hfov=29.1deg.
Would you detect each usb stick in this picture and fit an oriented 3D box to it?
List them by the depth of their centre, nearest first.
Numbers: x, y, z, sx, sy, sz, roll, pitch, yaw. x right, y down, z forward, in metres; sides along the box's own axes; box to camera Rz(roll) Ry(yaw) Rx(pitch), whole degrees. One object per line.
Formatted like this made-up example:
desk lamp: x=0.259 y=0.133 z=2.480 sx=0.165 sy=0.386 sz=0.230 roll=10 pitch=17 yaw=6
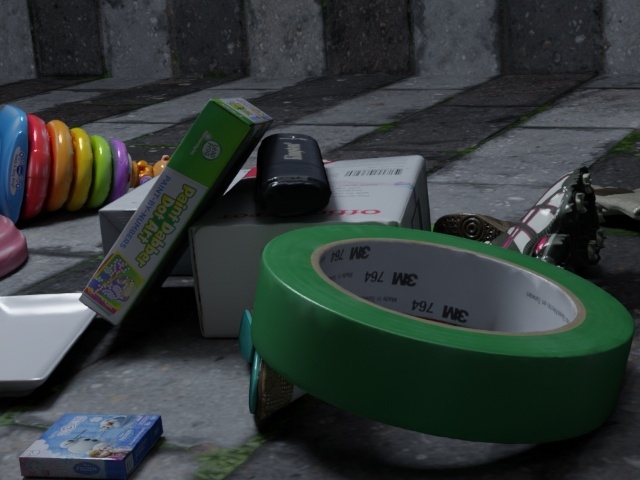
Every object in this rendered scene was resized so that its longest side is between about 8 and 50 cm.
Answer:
usb stick: x=-0.032 y=-0.076 z=1.342 sx=0.077 sy=0.045 sz=0.278 roll=-7 pitch=15 yaw=-1

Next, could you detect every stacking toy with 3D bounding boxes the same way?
stacking toy: x=-0.358 y=-0.107 z=1.925 sx=0.302 sy=0.175 sz=0.166 roll=4 pitch=10 yaw=-26

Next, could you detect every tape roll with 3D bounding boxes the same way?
tape roll: x=0.103 y=0.070 z=1.062 sx=0.321 sy=0.077 sz=0.321 roll=10 pitch=16 yaw=-3

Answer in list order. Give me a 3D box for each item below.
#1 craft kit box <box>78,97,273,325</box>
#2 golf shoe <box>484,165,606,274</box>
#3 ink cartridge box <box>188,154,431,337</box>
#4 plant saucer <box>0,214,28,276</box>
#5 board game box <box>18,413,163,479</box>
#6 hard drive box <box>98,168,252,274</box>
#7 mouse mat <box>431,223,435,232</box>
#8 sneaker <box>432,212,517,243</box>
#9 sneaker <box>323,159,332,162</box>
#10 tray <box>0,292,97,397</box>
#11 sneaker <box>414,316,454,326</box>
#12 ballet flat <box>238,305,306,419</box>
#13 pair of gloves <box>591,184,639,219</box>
craft kit box: x=-0.151 y=-0.041 z=1.348 sx=0.061 sy=0.250 sz=0.246 roll=34 pitch=7 yaw=-4
golf shoe: x=0.230 y=0.001 z=1.315 sx=0.120 sy=0.105 sz=0.273 roll=-7 pitch=24 yaw=29
ink cartridge box: x=0.000 y=0.000 z=1.388 sx=0.226 sy=0.131 sz=0.306 roll=-2 pitch=17 yaw=11
plant saucer: x=-0.559 y=0.004 z=1.622 sx=0.332 sy=0.084 sz=0.332 roll=-4 pitch=14 yaw=1
board game box: x=-0.187 y=0.168 z=1.013 sx=0.090 sy=0.020 sz=0.090 roll=-2 pitch=15 yaw=13
hard drive box: x=-0.161 y=-0.028 z=1.623 sx=0.181 sy=0.089 sz=0.232 roll=0 pitch=16 yaw=15
mouse mat: x=0.105 y=0.000 z=1.608 sx=0.190 sy=0.007 sz=0.152 roll=-3 pitch=14 yaw=7
sneaker: x=0.227 y=0.008 z=1.468 sx=0.188 sy=0.066 sz=0.071 roll=11 pitch=3 yaw=30
sneaker: x=0.024 y=-0.071 z=1.772 sx=0.106 sy=0.078 sz=0.234 roll=-18 pitch=16 yaw=-34
tray: x=-0.312 y=0.107 z=1.262 sx=0.145 sy=0.030 sz=0.270 roll=-3 pitch=15 yaw=6
sneaker: x=0.133 y=0.044 z=1.312 sx=0.061 sy=0.064 sz=0.158 roll=0 pitch=15 yaw=13
ballet flat: x=-0.035 y=0.107 z=1.123 sx=0.067 sy=0.073 sz=0.206 roll=9 pitch=17 yaw=-8
pair of gloves: x=0.466 y=-0.053 z=1.646 sx=0.240 sy=0.042 sz=0.204 roll=-7 pitch=11 yaw=-20
